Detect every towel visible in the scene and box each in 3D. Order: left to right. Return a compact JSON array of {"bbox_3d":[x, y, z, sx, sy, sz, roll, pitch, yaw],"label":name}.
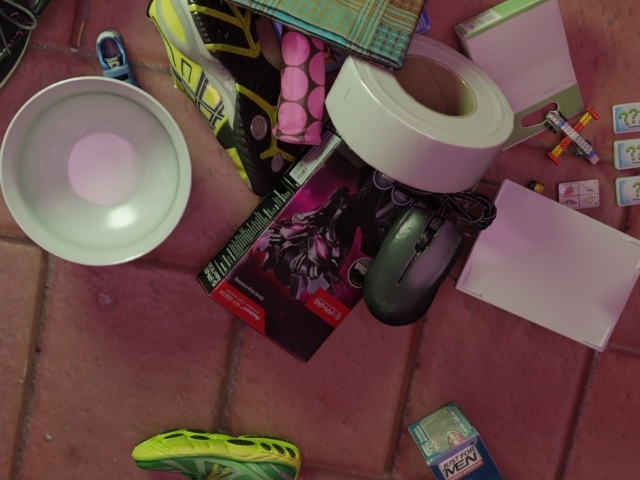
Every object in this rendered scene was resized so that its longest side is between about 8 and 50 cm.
[{"bbox_3d":[-0.008,-0.432,1.398,0.370,0.040,0.272,22,66,-4],"label":"towel"}]

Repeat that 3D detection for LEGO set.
[{"bbox_3d":[0.482,-0.143,1.606,0.244,0.060,0.183,-6,100,-8],"label":"LEGO set"}]

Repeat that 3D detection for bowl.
[{"bbox_3d":[-0.353,-0.115,1.486,0.297,0.134,0.298,-1,99,-5],"label":"bowl"}]

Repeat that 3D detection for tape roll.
[{"bbox_3d":[0.157,-0.208,1.441,0.286,0.286,0.100,23,132,-9],"label":"tape roll"}]

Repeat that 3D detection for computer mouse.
[{"bbox_3d":[0.144,0.024,1.467,0.188,0.072,0.272,27,110,11],"label":"computer mouse"}]

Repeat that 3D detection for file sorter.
[{"bbox_3d":[0.370,0.032,1.564,0.277,0.173,0.193,23,95,-9],"label":"file sorter"}]

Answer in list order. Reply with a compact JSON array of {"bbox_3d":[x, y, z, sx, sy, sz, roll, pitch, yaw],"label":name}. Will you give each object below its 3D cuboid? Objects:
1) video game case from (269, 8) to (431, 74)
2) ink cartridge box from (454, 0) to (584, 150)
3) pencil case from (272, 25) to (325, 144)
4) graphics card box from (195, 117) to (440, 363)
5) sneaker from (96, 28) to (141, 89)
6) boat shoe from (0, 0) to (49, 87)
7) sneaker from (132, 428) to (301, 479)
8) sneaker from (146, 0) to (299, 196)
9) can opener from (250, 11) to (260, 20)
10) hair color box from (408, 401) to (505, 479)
[{"bbox_3d":[0.022,-0.427,1.514,0.244,0.061,0.270,-23,101,-1],"label":"video game case"},{"bbox_3d":[0.345,-0.294,1.573,0.171,0.056,0.235,-26,125,-1],"label":"ink cartridge box"},{"bbox_3d":[-0.033,-0.257,1.454,0.095,0.098,0.210,1,99,-29],"label":"pencil case"},{"bbox_3d":[0.000,0.000,1.532,0.232,0.094,0.371,40,92,-29],"label":"graphics card box"},{"bbox_3d":[-0.332,-0.274,1.501,0.053,0.059,0.144,-21,101,-5],"label":"sneaker"},{"bbox_3d":[-0.504,-0.395,1.418,0.186,0.156,0.500,38,95,-12],"label":"boat shoe"},{"bbox_3d":[-0.182,0.401,1.597,0.295,0.109,0.124,8,94,-7],"label":"sneaker"},{"bbox_3d":[-0.152,-0.250,1.500,0.145,0.147,0.385,-41,121,-40],"label":"sneaker"},{"bbox_3d":[-0.172,-0.418,1.495,0.186,0.059,0.073,41,93,-11],"label":"can opener"},{"bbox_3d":[0.294,0.476,1.625,0.105,0.174,0.347,-31,101,-1],"label":"hair color box"}]
